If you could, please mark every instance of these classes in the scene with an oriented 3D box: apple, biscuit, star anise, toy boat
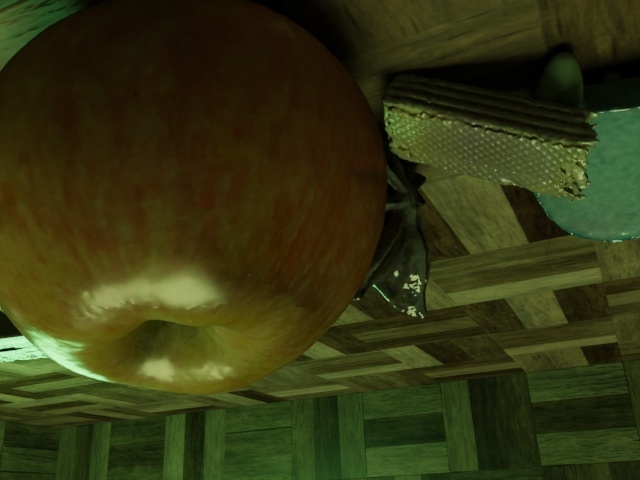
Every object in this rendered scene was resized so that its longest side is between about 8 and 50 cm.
[{"bbox_3d":[-0.129,-0.039,0.639,0.391,0.347,0.391,-1,152,-1],"label":"apple"},{"bbox_3d":[0.188,-0.117,0.732,0.238,0.062,0.108,18,156,21],"label":"biscuit"},{"bbox_3d":[0.080,-0.022,0.843,0.110,0.258,0.198,-8,149,28],"label":"star anise"},{"bbox_3d":[0.365,-0.128,0.809,0.215,0.123,0.330,-7,145,21],"label":"toy boat"}]

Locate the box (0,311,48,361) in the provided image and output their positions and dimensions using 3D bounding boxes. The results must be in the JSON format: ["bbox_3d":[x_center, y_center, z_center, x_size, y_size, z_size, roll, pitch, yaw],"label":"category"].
[{"bbox_3d":[-0.558,0.116,1.173,0.252,0.188,0.153,-10,154,11],"label":"box"}]

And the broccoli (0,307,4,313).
[{"bbox_3d":[-0.522,0.036,0.999,0.226,0.176,0.198,-16,149,-26],"label":"broccoli"}]
